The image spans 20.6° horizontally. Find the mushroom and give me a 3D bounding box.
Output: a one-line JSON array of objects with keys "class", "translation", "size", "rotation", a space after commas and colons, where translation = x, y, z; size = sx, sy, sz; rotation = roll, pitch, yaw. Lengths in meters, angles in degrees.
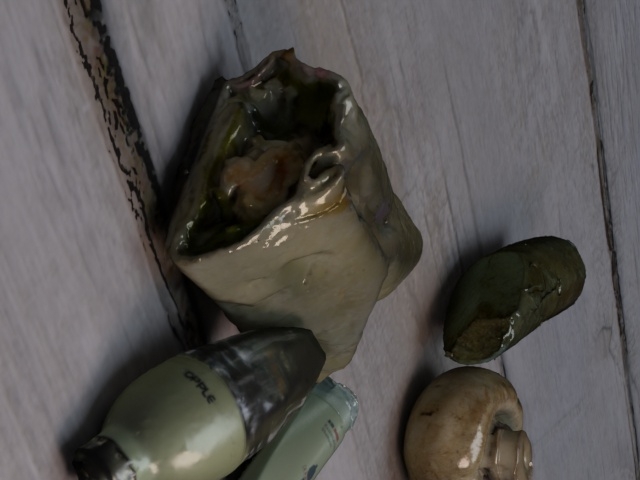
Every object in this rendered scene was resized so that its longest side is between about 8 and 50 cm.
[{"class": "mushroom", "translation": [0.156, 0.210, 1.817], "size": [0.166, 0.127, 0.166], "rotation": [5, 90, -71]}]

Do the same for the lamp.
[{"class": "lamp", "translation": [-0.083, 0.125, 1.307], "size": [0.250, 0.101, 0.101], "rotation": [-30, 126, -41]}]

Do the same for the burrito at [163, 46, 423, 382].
[{"class": "burrito", "translation": [0.002, -0.003, 1.426], "size": [0.332, 0.135, 0.190], "rotation": [52, 45, -62]}]

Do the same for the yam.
[{"class": "yam", "translation": [0.200, 0.060, 1.880], "size": [0.259, 0.106, 0.106], "rotation": [-19, 115, -63]}]

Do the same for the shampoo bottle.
[{"class": "shampoo bottle", "translation": [-0.031, 0.199, 1.510], "size": [0.212, 0.049, 0.072], "rotation": [-52, 138, -46]}]
